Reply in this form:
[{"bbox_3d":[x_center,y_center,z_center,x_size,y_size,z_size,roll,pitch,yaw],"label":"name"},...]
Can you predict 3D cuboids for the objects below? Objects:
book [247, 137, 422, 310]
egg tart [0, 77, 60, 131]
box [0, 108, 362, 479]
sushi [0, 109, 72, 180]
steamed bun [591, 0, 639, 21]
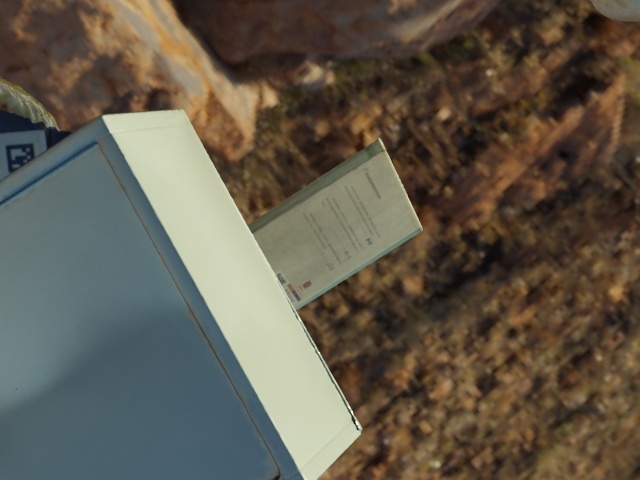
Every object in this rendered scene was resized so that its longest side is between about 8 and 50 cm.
[{"bbox_3d":[0.000,0.000,1.831,0.282,0.025,0.215,-32,141,-3],"label":"book"},{"bbox_3d":[-0.463,-0.079,1.563,0.319,0.128,0.319,-10,116,-22],"label":"egg tart"},{"bbox_3d":[-0.132,0.076,0.758,0.225,0.225,0.117,-30,177,19],"label":"box"},{"bbox_3d":[-0.405,-0.030,1.206,0.290,0.050,0.264,20,101,-11],"label":"sushi"},{"bbox_3d":[0.462,-0.367,1.672,0.170,0.225,0.200,46,66,-28],"label":"steamed bun"}]
